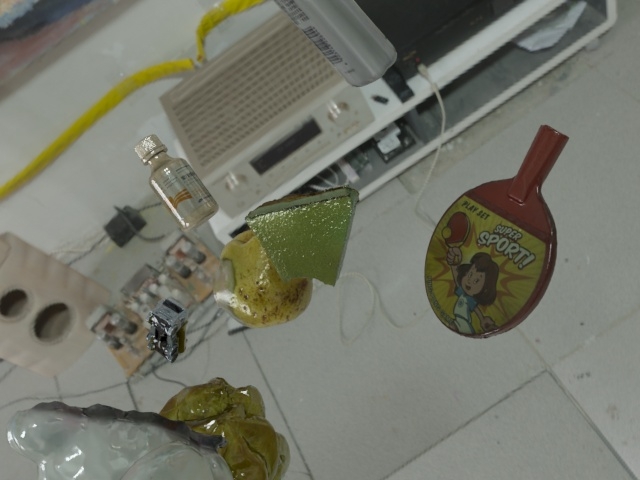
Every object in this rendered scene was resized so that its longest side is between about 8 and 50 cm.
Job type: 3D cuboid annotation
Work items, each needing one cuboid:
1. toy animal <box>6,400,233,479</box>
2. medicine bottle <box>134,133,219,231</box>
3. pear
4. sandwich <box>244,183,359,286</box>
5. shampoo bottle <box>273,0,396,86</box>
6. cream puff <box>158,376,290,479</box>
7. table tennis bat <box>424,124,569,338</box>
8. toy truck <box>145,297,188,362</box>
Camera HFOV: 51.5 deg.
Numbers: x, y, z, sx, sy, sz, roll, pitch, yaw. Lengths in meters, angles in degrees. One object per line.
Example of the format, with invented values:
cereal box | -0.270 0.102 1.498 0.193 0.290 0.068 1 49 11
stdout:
toy animal | -0.140 0.268 0.496 0.174 0.249 0.289 -5 72 -10
medicine bottle | -0.369 -0.149 1.668 0.114 0.114 0.252 -36 91 3
pear | -0.146 0.098 1.734 0.271 0.271 0.271 -12 59 20
sandwich | 0.000 0.000 1.334 0.244 0.212 0.063 -9 34 31
shampoo bottle | -0.023 -0.243 0.622 0.056 0.227 0.086 -48 23 -1
cream puff | -0.207 0.375 1.228 0.290 0.257 0.324 0 23 4
table tennis bat | 0.332 -0.013 1.220 0.268 0.051 0.415 41 111 45
toy truck | -0.243 0.144 1.070 0.052 0.123 0.063 28 49 13
